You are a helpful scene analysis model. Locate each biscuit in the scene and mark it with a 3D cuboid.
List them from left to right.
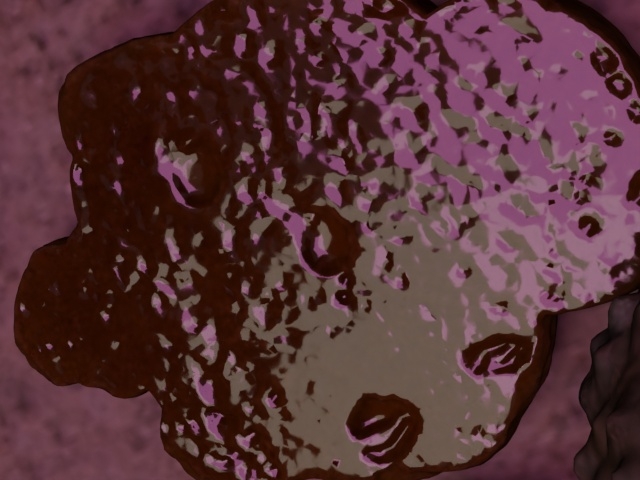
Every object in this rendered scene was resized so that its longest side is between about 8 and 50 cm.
[{"bbox_3d":[0.000,0.000,0.515,0.290,0.041,0.208,-18,95,22],"label":"biscuit"}]

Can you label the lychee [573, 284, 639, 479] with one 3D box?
[{"bbox_3d":[0.203,0.074,0.354,0.274,0.255,0.255,28,110,32],"label":"lychee"}]
